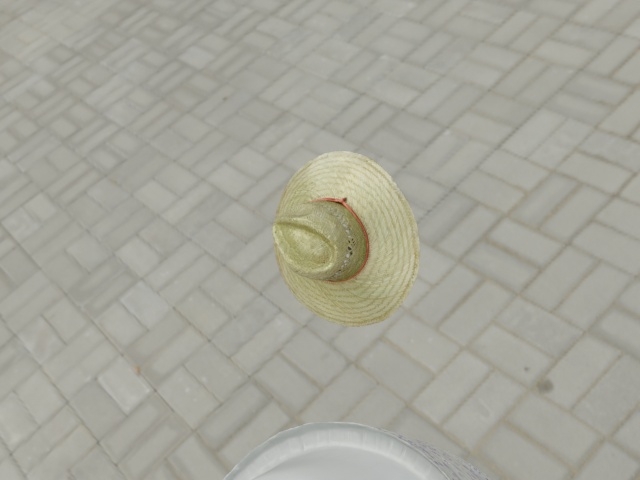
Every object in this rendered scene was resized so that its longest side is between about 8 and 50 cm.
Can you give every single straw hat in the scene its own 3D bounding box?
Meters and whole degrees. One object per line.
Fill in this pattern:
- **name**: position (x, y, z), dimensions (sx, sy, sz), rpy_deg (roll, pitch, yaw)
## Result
- **straw hat**: position (0.000, 0.000, 0.603), dimensions (0.144, 0.061, 0.145), rpy_deg (2, 94, 37)

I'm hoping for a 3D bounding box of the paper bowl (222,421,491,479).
- **paper bowl**: position (0.007, 0.267, 0.542), dimensions (0.284, 0.148, 0.284), rpy_deg (-17, 59, 32)
